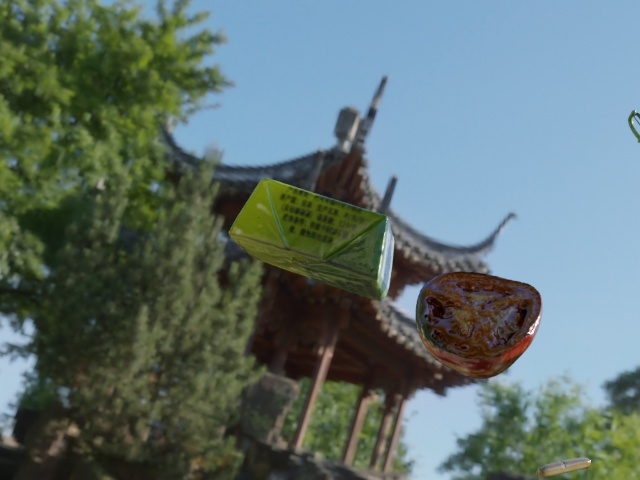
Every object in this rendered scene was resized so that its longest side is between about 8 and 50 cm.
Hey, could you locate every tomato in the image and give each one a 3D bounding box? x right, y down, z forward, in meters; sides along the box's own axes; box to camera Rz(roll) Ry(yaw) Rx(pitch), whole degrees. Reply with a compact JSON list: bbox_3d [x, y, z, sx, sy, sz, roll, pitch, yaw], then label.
[{"bbox_3d":[0.199,0.120,1.401,0.166,0.174,0.082,9,-53,23],"label":"tomato"}]

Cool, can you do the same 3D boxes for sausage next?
[{"bbox_3d":[0.457,0.427,2.041,0.132,0.024,0.024,-1,-6,-34],"label":"sausage"}]

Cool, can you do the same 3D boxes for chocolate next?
[{"bbox_3d":[0.000,0.000,2.086,0.289,0.137,0.301,17,-8,9],"label":"chocolate"}]

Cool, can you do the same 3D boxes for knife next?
[{"bbox_3d":[0.666,-0.161,2.127,0.015,0.212,0.054,-23,-23,-19],"label":"knife"}]
